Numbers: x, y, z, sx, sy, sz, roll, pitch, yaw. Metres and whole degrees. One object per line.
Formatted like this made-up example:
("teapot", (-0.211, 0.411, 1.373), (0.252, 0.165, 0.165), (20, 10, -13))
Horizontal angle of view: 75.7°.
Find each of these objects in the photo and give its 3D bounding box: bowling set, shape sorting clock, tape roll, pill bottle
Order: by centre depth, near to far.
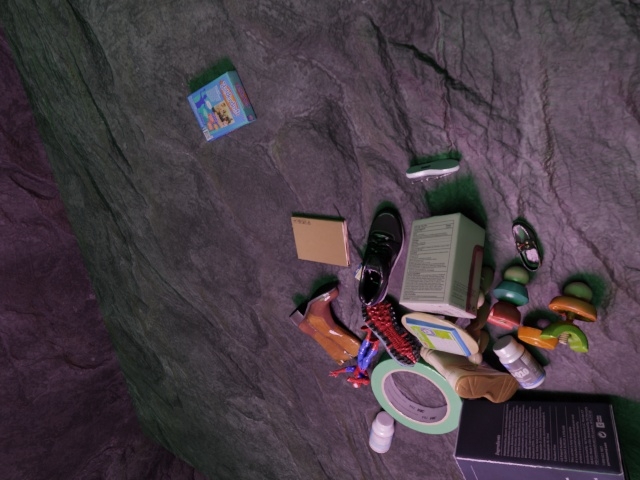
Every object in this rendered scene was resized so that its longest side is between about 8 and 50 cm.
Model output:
("shape sorting clock", (0.314, 0.246, 1.091), (0.206, 0.040, 0.206), (21, 153, 12))
("bowling set", (0.372, 0.208, 1.155), (0.200, 0.154, 0.287), (5, 118, 31))
("pill bottle", (0.557, 0.339, 1.157), (0.137, 0.078, 0.078), (48, 132, 1))
("tape roll", (0.334, 0.512, 1.410), (0.321, 0.077, 0.321), (16, 123, 25))
("pill bottle", (0.240, 0.741, 1.597), (0.087, 0.087, 0.160), (20, 125, 24))

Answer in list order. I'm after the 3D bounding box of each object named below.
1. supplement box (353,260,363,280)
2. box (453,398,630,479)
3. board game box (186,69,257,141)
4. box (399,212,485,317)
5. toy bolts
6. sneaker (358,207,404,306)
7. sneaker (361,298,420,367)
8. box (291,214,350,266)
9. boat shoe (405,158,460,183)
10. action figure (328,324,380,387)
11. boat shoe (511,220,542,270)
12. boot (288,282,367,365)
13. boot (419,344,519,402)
("supplement box", (0.161, 0.095, 1.277), (0.083, 0.083, 0.056), (36, 131, 11))
("box", (0.624, 0.633, 1.158), (0.395, 0.212, 0.293), (-12, 114, 32))
("board game box", (-0.319, -0.426, 1.323), (0.210, 0.047, 0.160), (-10, 109, 38))
("box", (0.308, 0.066, 1.036), (0.127, 0.232, 0.149), (25, 160, -34))
("toy bolts", (0.552, 0.168, 1.059), (0.229, 0.158, 0.218), (21, 167, 10))
("sneaker", (0.170, 0.049, 1.159), (0.107, 0.124, 0.283), (10, 92, 14))
("sneaker", (0.212, 0.298, 1.326), (0.262, 0.104, 0.125), (59, 169, 27))
("box", (0.000, 0.000, 1.373), (0.201, 0.021, 0.164), (8, 120, 30))
("boat shoe", (0.292, -0.176, 1.063), (0.142, 0.049, 0.040), (-3, 133, 37))
("action figure", (0.118, 0.429, 1.436), (0.091, 0.139, 0.280), (-126, 33, -48))
("boat shoe", (0.514, 0.013, 1.023), (0.049, 0.042, 0.133), (-19, 103, 42))
("boot", (0.056, 0.307, 1.470), (0.280, 0.096, 0.264), (43, 119, -3))
("boot", (0.445, 0.387, 1.238), (0.203, 0.262, 0.095), (38, 113, 61))
